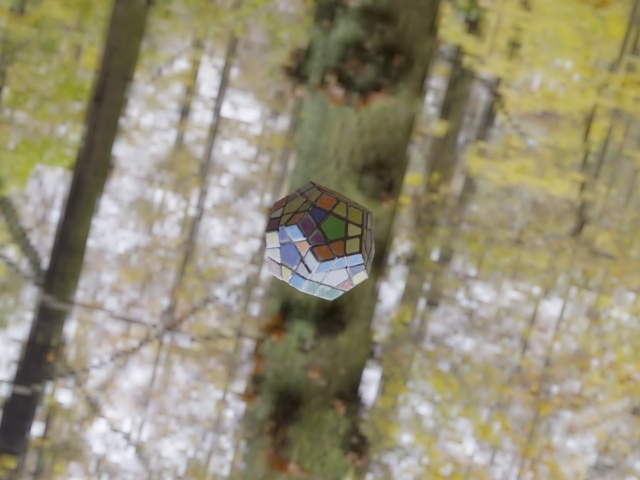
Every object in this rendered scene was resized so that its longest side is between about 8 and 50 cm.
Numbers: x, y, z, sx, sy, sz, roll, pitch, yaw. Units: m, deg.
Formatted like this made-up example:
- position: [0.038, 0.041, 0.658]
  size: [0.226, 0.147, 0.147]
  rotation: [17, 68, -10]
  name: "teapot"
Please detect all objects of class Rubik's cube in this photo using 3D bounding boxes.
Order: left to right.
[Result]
- position: [0.000, 0.000, 1.569]
  size: [0.093, 0.111, 0.111]
  rotation: [0, -169, 14]
  name: "Rubik's cube"
